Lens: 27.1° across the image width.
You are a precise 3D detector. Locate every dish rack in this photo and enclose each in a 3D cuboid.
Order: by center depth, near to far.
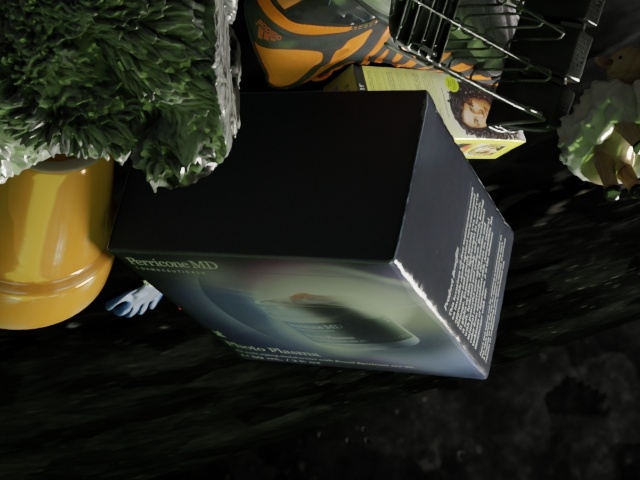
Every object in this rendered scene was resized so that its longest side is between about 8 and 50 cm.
[{"bbox_3d":[0.139,-0.210,1.064,0.074,0.208,0.271,16,179,42],"label":"dish rack"}]

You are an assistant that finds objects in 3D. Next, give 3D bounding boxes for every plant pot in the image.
[{"bbox_3d":[-0.276,-0.053,1.236,0.205,0.205,0.188,-6,145,-28],"label":"plant pot"}]

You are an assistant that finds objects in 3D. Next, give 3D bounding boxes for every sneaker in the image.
[{"bbox_3d":[0.057,-0.196,1.188,0.180,0.124,0.321,-19,157,36],"label":"sneaker"}]

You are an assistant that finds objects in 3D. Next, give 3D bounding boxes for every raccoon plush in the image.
[{"bbox_3d":[-0.215,-0.209,0.901,0.299,0.216,0.446,-1,134,2],"label":"raccoon plush"}]

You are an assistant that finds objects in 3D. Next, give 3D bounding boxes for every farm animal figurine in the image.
[{"bbox_3d":[0.381,-0.180,1.081,0.330,0.172,0.327,3,132,-13],"label":"farm animal figurine"}]

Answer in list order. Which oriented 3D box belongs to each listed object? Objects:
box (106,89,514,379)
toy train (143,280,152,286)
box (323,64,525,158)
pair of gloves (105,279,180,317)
[{"bbox_3d":[0.000,0.000,1.308,0.296,0.183,0.294,2,155,26],"label":"box"},{"bbox_3d":[-0.183,0.007,1.747,0.125,0.046,0.166,-8,159,-18],"label":"toy train"},{"bbox_3d":[0.117,-0.138,1.454,0.232,0.087,0.058,-4,163,-37],"label":"box"},{"bbox_3d":[-0.221,0.082,1.997,0.198,0.023,0.159,-6,162,-29],"label":"pair of gloves"}]
